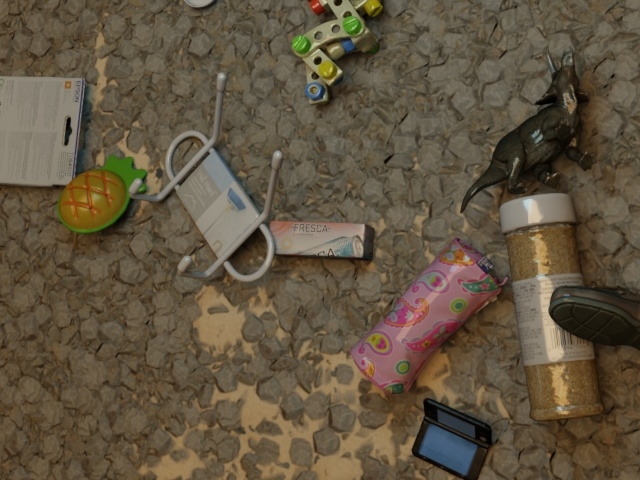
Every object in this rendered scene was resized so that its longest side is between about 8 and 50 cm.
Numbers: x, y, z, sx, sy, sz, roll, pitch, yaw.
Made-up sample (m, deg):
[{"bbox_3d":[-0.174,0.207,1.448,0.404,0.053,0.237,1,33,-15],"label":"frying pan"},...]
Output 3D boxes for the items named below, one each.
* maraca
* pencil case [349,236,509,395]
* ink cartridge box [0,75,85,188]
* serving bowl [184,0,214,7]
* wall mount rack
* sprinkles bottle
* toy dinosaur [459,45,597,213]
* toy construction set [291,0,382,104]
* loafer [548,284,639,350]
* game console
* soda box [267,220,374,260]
[{"bbox_3d":[-0.417,-0.089,2.054,0.186,0.099,0.127,-41,72,-16],"label":"maraca"},{"bbox_3d":[0.180,0.128,1.793,0.284,0.124,0.124,-47,71,8],"label":"pencil case"},{"bbox_3d":[-0.566,-0.216,2.148,0.224,0.045,0.223,4,86,20],"label":"ink cartridge box"},{"bbox_3d":[-0.226,-0.484,2.064,0.083,0.027,0.083,-3,82,21],"label":"serving bowl"},{"bbox_3d":[-0.184,-0.107,1.916,0.304,0.130,0.350,-46,61,19],"label":"wall mount rack"},{"bbox_3d":[0.369,0.107,1.723,0.121,0.121,0.355,-10,80,19],"label":"sprinkles bottle"},{"bbox_3d":[0.354,-0.153,1.770,0.121,0.160,0.313,30,111,-21],"label":"toy dinosaur"},{"bbox_3d":[-0.014,-0.427,1.925,0.215,0.151,0.327,-36,84,13],"label":"toy construction set"},{"bbox_3d":[0.468,0.114,1.655,0.267,0.096,0.084,19,53,-15],"label":"loafer"},{"bbox_3d":[0.215,0.331,1.783,0.122,0.107,0.071,22,63,21],"label":"game console"},{"bbox_3d":[0.000,0.000,1.907,0.183,0.058,0.063,2,84,21],"label":"soda box"}]
